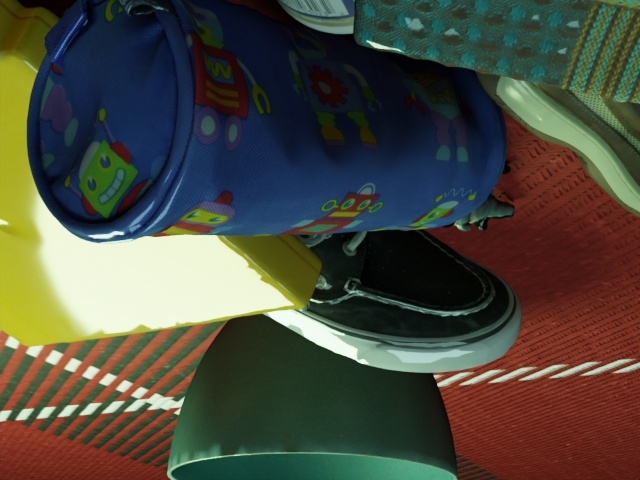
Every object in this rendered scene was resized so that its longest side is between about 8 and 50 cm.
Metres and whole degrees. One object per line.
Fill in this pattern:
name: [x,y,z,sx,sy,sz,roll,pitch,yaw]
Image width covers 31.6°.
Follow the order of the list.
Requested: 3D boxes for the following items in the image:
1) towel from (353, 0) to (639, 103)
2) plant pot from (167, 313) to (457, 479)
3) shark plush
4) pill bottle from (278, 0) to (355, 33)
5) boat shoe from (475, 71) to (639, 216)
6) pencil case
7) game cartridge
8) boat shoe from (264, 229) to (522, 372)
towel: [0.159,-0.174,0.350,0.271,0.040,0.370,13,145,3]
plant pot: [-0.007,0.150,1.167,0.290,0.195,0.290,1,159,0]
shark plush: [0.122,-0.037,0.876,0.067,0.073,0.161,-41,138,14]
pill bottle: [-0.006,-0.168,0.476,0.094,0.094,0.169,-6,158,17]
boat shoe: [0.207,-0.081,0.700,0.257,0.095,0.095,21,146,-41]
pencil case: [-0.019,-0.066,0.617,0.119,0.133,0.306,-33,161,33]
game cartridge: [-0.203,-0.029,0.771,0.323,0.053,0.285,-11,138,40]
boat shoe: [0.002,-0.003,0.822,0.306,0.113,0.105,23,140,19]
